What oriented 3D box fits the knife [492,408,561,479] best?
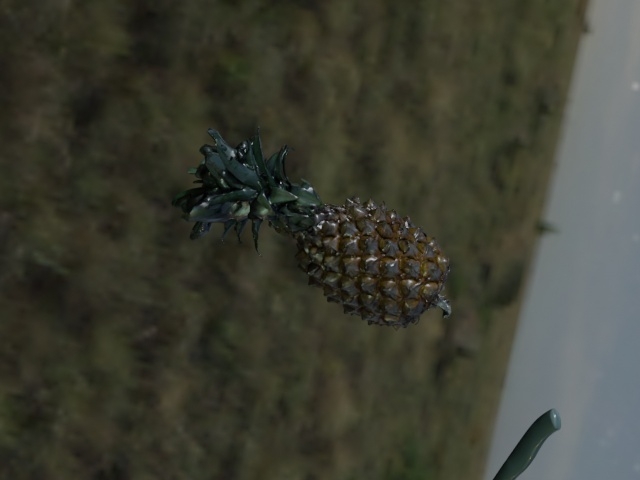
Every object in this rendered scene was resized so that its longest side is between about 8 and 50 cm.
[{"bbox_3d":[0.167,0.240,1.666,0.015,0.028,0.210,6,125,-45],"label":"knife"}]

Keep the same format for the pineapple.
[{"bbox_3d":[0.000,-0.001,1.277,0.083,0.221,0.103,-64,-173,-25],"label":"pineapple"}]
